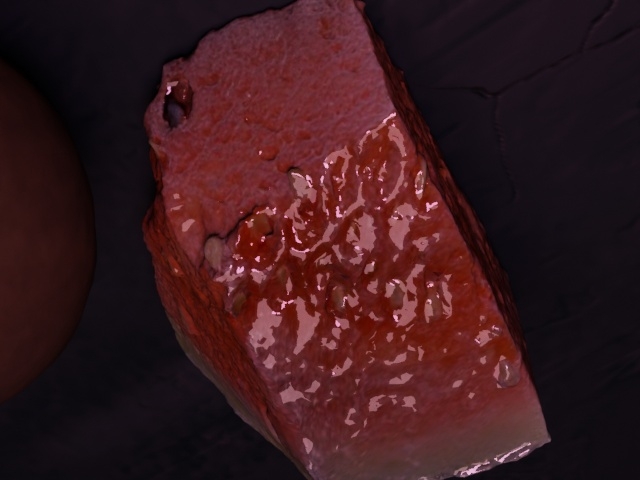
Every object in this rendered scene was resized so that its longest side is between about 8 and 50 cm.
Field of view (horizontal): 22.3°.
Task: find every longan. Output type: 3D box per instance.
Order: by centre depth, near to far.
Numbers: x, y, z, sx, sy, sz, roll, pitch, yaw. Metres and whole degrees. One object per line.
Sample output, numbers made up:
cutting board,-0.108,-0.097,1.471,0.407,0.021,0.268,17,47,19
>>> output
longan,-0.200,-0.013,0.744,0.198,0.198,0.212,-32,107,32

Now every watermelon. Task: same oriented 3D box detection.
watermelon,0.000,0.000,0.817,0.192,0.140,0.257,-11,129,3
